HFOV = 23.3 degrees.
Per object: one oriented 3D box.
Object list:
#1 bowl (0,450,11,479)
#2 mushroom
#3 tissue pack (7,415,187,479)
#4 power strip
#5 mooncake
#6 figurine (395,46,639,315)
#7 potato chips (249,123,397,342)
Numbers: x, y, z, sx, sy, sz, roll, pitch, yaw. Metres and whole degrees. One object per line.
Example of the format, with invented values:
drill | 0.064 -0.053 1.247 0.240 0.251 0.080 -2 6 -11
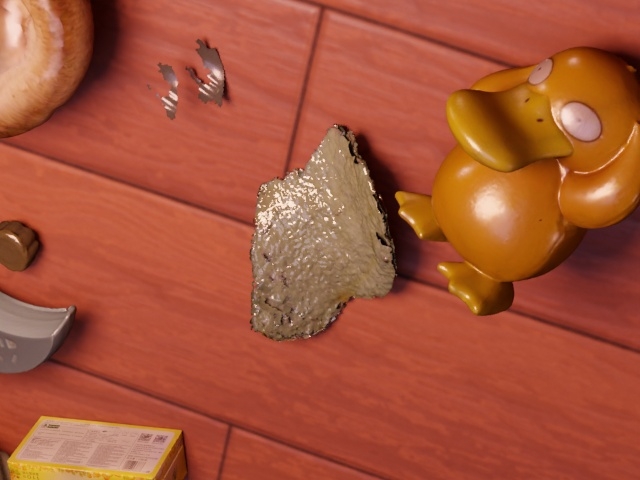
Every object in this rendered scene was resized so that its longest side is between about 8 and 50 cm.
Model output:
bowl | -0.407 0.305 1.768 0.112 0.211 0.211 -6 123 -24
mushroom | -0.338 -0.226 1.479 0.278 0.146 0.278 14 124 21
tissue pack | -0.247 0.253 1.730 0.176 0.095 0.062 3 118 15
power strip | -0.390 0.052 1.673 0.253 0.054 0.167 36 134 -2
mooncake | -0.229 -0.074 1.575 0.346 0.057 0.150 -21 121 23
figurine | 0.191 -0.064 1.397 0.215 0.215 0.228 20 135 7
potato chips | -0.003 0.005 1.548 0.167 0.059 0.228 47 125 -3
